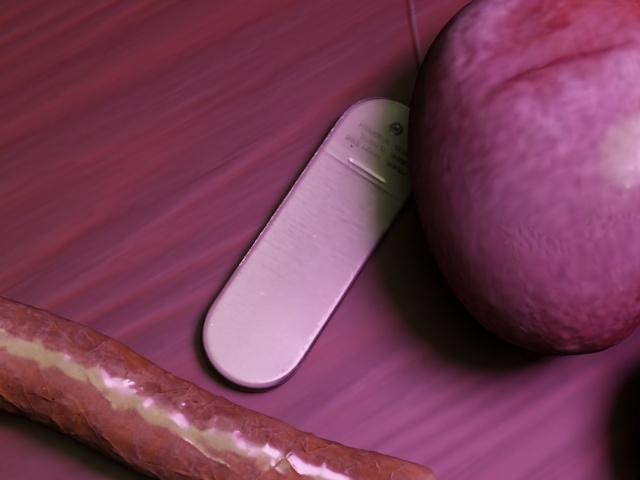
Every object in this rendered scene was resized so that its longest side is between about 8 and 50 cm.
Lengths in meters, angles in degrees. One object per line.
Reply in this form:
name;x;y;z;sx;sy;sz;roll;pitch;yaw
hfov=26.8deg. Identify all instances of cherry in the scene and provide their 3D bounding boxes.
cherry;0.183;-0.062;0.899;0.261;0.221;0.307;-28;58;-4

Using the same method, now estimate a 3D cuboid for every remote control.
remote control;0.000;0.000;0.953;0.077;0.022;0.245;33;70;0

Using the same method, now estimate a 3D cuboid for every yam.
yam;-0.083;0.123;0.874;0.357;0.081;0.081;21;71;-3
